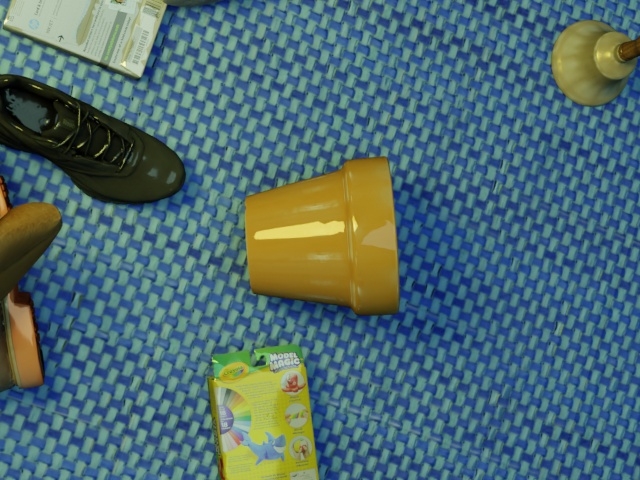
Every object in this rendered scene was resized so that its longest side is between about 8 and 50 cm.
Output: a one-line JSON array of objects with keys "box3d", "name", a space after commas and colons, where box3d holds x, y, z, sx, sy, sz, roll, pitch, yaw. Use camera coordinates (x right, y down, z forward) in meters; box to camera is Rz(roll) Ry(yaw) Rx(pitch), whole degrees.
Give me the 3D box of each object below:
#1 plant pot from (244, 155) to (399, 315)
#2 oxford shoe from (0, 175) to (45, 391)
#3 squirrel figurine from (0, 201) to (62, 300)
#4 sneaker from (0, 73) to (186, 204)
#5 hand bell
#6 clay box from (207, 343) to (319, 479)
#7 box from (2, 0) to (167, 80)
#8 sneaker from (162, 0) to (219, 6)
[{"box3d": [0.000, 0.000, 1.760, 0.187, 0.205, 0.205, -4, 90, -1], "name": "plant pot"}, {"box3d": [-0.435, 0.014, 1.667, 0.132, 0.130, 0.364, -11, 92, -9], "name": "oxford shoe"}, {"box3d": [-0.557, -0.033, 1.529, 0.370, 0.281, 0.397, 42, 102, 20], "name": "squirrel figurine"}, {"box3d": [-0.301, -0.124, 1.703, 0.286, 0.130, 0.109, 22, 81, -15], "name": "sneaker"}, {"box3d": [0.423, -0.258, 1.847, 0.126, 0.242, 0.126, 0, 89, -16], "name": "hand bell"}, {"box3d": [-0.076, 0.252, 1.796, 0.127, 0.053, 0.222, -6, 89, -15], "name": "clay box"}, {"box3d": [-0.297, -0.306, 1.755, 0.186, 0.038, 0.145, 20, 83, -15], "name": "box"}, {"box3d": [-0.125, -0.381, 1.782, 0.216, 0.079, 0.121, -15, 89, -30], "name": "sneaker"}]
